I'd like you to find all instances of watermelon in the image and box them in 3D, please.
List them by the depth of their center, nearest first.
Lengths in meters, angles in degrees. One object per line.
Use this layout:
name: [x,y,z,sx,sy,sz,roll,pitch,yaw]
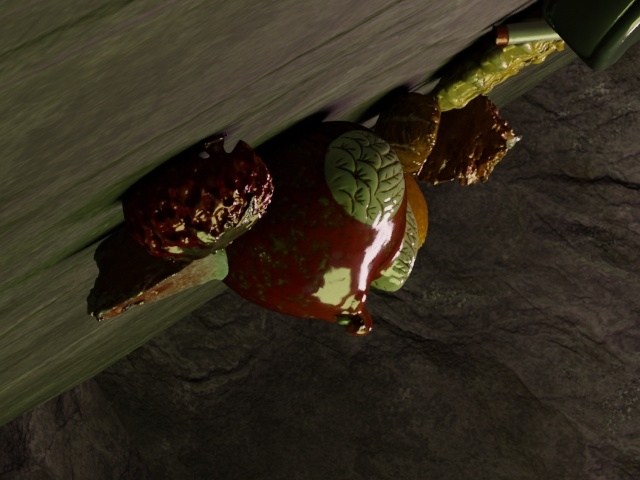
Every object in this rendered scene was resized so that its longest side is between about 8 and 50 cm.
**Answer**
watermelon: [-0.162,0.013,1.721,0.158,0.098,0.121,-37,162,19]

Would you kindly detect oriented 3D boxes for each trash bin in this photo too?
trash bin: [0.342,-0.282,1.772,0.236,0.101,0.177,-34,166,-36]

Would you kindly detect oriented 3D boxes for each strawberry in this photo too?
strawberry: [-0.108,-0.032,1.526,0.145,0.086,0.145,-34,177,-2]

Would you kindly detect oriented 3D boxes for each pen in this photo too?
pen: [0.310,-0.255,2.013,0.218,0.026,0.026,-7,174,-8]

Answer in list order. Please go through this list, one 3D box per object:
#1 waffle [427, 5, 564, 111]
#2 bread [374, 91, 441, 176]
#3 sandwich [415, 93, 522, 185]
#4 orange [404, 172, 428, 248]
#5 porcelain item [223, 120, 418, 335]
waffle: [0.255,-0.248,2.160,0.250,0.056,0.261,-29,179,-35]
bread: [0.105,-0.136,2.119,0.233,0.076,0.105,-65,172,-85]
sandwich: [0.185,-0.134,2.414,0.185,0.160,0.109,-41,156,16]
orange: [0.027,-0.033,2.176,0.237,0.179,0.158,-26,155,-20]
porcelain item: [0.000,0.000,1.853,0.253,0.253,0.253,-32,178,-1]
